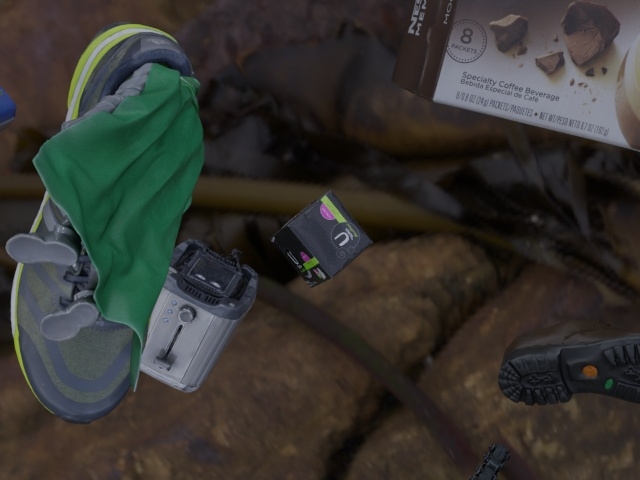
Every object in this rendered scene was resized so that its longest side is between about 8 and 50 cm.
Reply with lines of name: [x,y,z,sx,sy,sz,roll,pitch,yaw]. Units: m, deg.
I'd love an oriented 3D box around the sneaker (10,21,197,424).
sneaker: [-0.154,-0.014,1.078,0.111,0.121,0.299,9,90,-14]

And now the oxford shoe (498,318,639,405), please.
oxford shoe: [0.300,0.113,1.536,0.227,0.082,0.096,1,30,14]

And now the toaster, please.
toaster: [-0.169,0.096,1.956,0.129,0.227,0.146,28,108,-2]

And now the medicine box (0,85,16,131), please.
medicine box: [-0.356,-0.132,0.932,0.149,0.263,0.289,-40,98,5]

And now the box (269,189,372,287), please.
box: [0.000,0.000,1.324,0.052,0.083,0.062,-40,92,-14]

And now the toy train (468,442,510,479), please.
toy train: [0.165,0.260,1.569,0.027,0.158,0.036,32,118,9]

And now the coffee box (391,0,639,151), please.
coffee box: [0.229,-0.169,1.236,0.297,0.119,0.168,13,100,-16]

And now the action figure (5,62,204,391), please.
action figure: [-0.107,-0.036,0.838,0.064,0.137,0.232,-6,29,16]
